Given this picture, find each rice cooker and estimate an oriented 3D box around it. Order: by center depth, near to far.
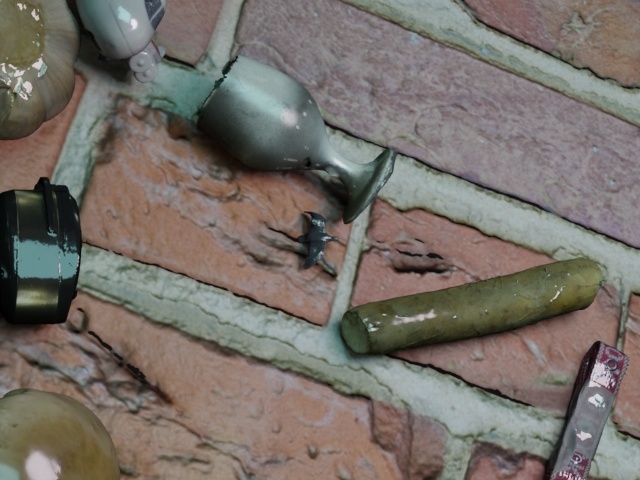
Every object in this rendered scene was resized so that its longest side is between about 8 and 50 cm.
[{"bbox_3d":[-0.317,0.014,1.560,0.106,0.112,0.165,-6,69,-21],"label":"rice cooker"}]

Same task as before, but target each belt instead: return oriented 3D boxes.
[{"bbox_3d":[0.338,0.231,1.793,0.053,0.071,0.232,29,55,-2],"label":"belt"}]

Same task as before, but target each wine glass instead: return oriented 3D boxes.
[{"bbox_3d":[-0.032,-0.128,1.754,0.241,0.126,0.126,33,57,-9],"label":"wine glass"}]

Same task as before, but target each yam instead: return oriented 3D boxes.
[{"bbox_3d":[0.200,0.084,1.787,0.371,0.083,0.083,-10,71,-26],"label":"yam"}]

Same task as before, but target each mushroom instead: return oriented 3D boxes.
[{"bbox_3d":[-0.351,0.252,1.356,0.290,0.292,0.292,25,57,8],"label":"mushroom"}]

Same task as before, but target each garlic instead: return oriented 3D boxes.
[{"bbox_3d":[-0.383,-0.226,1.617,0.228,0.152,0.228,10,75,-42],"label":"garlic"}]

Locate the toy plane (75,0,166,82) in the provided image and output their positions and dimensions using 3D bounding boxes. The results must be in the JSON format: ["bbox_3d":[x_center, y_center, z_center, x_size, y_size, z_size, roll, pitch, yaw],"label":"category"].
[{"bbox_3d":[-0.248,-0.310,1.697,0.118,0.252,0.252,-21,74,3],"label":"toy plane"}]

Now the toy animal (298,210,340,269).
[{"bbox_3d":[0.000,0.000,1.763,0.050,0.028,0.084,9,60,-20],"label":"toy animal"}]
